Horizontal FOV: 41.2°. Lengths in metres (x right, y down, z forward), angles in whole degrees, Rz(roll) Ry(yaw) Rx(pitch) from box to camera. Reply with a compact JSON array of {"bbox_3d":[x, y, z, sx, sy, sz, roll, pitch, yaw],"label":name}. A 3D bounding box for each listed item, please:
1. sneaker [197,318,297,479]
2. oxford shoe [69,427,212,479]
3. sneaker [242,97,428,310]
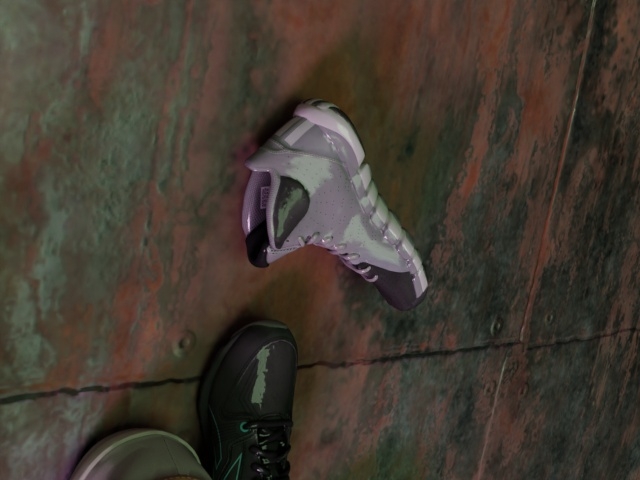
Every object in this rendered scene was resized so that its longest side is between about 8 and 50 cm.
[{"bbox_3d":[-0.054,0.205,0.754,0.101,0.106,0.268,5,100,-41],"label":"sneaker"},{"bbox_3d":[-0.169,0.377,0.669,0.169,0.130,0.450,12,93,-37],"label":"oxford shoe"},{"bbox_3d":[0.000,0.000,0.755,0.132,0.086,0.229,-40,118,-19],"label":"sneaker"}]
